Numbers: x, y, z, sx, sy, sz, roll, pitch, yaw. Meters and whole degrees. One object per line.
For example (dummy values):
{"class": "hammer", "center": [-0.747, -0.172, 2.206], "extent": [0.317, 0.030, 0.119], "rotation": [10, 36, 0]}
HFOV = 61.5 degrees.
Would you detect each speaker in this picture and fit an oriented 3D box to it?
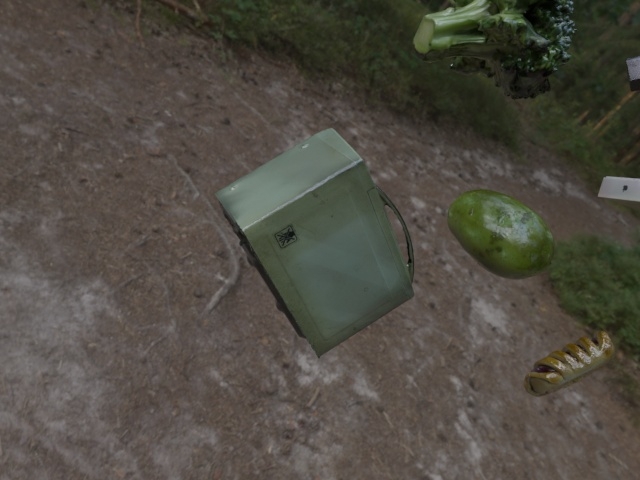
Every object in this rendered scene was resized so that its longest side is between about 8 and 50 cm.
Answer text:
{"class": "speaker", "center": [0.903, -0.449, 1.366], "extent": [0.044, 0.218, 0.082], "rotation": [45, 43, -50]}

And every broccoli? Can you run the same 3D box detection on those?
{"class": "broccoli", "center": [0.369, -0.447, 1.108], "extent": [0.317, 0.277, 0.338], "rotation": [-25, 40, -35]}

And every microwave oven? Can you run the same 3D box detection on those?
{"class": "microwave oven", "center": [0.000, 0.000, 1.229], "extent": [0.247, 0.332, 0.395], "rotation": [50, -12, 55]}

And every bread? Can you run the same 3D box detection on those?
{"class": "bread", "center": [0.593, 0.294, 1.284], "extent": [0.225, 0.134, 0.081], "rotation": [-25, 59, -1]}

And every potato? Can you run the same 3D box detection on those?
{"class": "potato", "center": [0.491, -0.023, 1.478], "extent": [0.215, 0.216, 0.304], "rotation": [-3, 47, -40]}

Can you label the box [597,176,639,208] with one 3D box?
{"class": "box", "center": [0.696, -0.095, 1.148], "extent": [0.130, 0.051, 0.129], "rotation": [12, 6, -20]}
